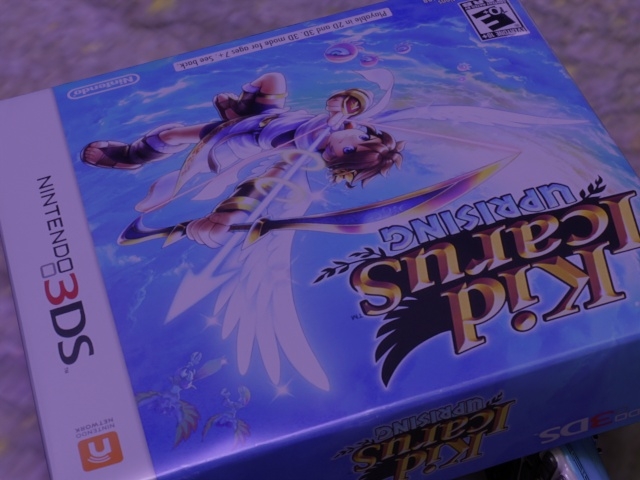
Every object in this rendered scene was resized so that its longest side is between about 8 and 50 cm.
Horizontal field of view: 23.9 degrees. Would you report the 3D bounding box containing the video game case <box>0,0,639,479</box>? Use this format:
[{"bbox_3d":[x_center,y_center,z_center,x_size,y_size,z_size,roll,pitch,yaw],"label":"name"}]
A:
[{"bbox_3d":[0.000,0.000,0.662,0.270,0.061,0.244,-16,47,-7],"label":"video game case"}]

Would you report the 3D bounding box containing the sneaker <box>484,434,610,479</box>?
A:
[{"bbox_3d":[0.107,0.076,0.663,0.073,0.063,0.162,-9,53,-19],"label":"sneaker"}]
